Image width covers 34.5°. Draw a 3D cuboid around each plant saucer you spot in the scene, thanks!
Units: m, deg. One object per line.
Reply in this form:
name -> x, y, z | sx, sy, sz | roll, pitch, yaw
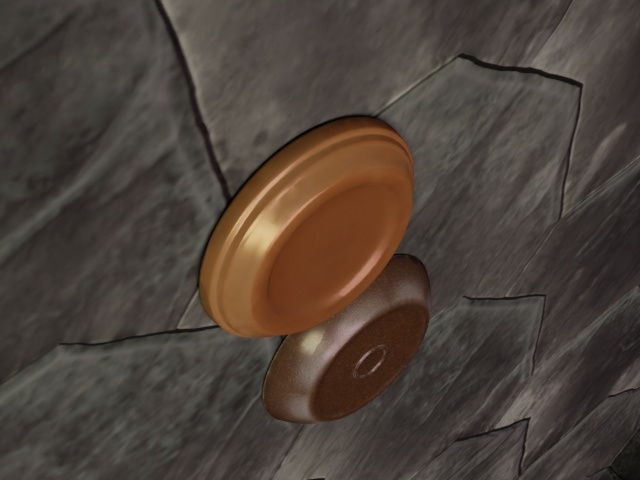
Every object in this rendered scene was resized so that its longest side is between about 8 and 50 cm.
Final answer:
plant saucer -> 0.000, 0.000, 0.775 | 0.200, 0.037, 0.200 | -32, 147, -24
plant saucer -> 0.036, 0.101, 0.943 | 0.199, 0.036, 0.198 | -32, 147, -25
